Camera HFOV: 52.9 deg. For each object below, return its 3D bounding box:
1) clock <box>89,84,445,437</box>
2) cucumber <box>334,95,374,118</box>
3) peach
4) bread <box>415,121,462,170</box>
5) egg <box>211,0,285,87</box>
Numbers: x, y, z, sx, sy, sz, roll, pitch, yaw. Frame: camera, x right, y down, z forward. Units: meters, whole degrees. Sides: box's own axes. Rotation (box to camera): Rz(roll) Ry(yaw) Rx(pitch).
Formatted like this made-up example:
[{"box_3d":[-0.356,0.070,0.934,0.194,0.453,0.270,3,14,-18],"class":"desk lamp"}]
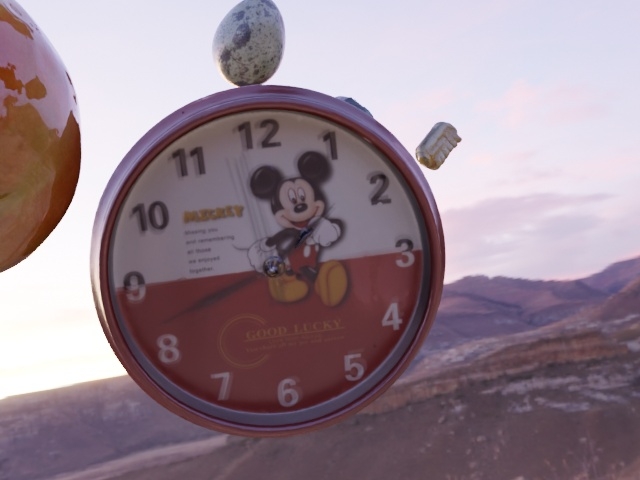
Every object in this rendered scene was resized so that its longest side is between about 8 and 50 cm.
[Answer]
[{"box_3d":[-0.042,0.023,0.577,0.319,0.318,0.080,-9,9,-6],"class":"clock"},{"box_3d":[0.023,-0.168,1.167,0.130,0.191,0.191,-24,-8,-14],"class":"cucumber"},{"box_3d":[-0.219,-0.066,0.344,0.184,0.184,0.184,-10,-11,-2],"class":"peach"},{"box_3d":[0.173,-0.139,0.959,0.088,0.049,0.034,-53,4,-24],"class":"bread"},{"box_3d":[-0.129,-0.365,1.189,0.132,0.132,0.172,2,-58,-45],"class":"egg"}]
